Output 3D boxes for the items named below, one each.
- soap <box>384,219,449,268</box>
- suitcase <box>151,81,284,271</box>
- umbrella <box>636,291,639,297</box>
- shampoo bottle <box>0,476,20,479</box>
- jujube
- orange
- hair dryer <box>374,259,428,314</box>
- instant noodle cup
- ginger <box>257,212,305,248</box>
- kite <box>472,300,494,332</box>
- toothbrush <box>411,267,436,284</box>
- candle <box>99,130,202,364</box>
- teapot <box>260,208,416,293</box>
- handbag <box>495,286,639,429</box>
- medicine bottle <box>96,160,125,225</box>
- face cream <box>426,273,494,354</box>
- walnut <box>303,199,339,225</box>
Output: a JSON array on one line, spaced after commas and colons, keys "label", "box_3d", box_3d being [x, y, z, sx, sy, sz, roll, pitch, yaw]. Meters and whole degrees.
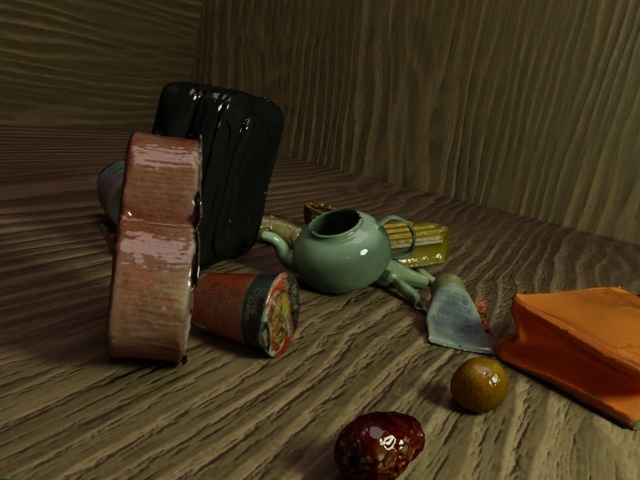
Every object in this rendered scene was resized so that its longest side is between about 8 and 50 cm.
[{"label": "soap", "box_3d": [0.178, 0.010, 1.640, 0.257, 0.080, 0.160, -5, 19, -19]}, {"label": "suitcase", "box_3d": [-0.219, -0.129, 1.388, 0.188, 0.345, 0.339, 18, 12, 13]}, {"label": "umbrella", "box_3d": [0.729, 0.157, 1.564, 0.326, 0.094, 0.090, 8, -1, -15]}, {"label": "shampoo bottle", "box_3d": [-0.165, 0.222, 0.500, 0.262, 0.085, 0.085, 11, 13, -3]}, {"label": "jujube", "box_3d": [0.069, 0.218, 0.759, 0.077, 0.077, 0.129, 19, 6, 32]}, {"label": "orange", "box_3d": [0.216, 0.197, 0.973, 0.085, 0.085, 0.085, 11, 13, -2]}, {"label": "hair dryer", "box_3d": [0.197, 0.099, 1.462, 0.167, 0.067, 0.199, 6, 23, -47]}, {"label": "instant noodle cup", "box_3d": [-0.115, 0.099, 1.041, 0.135, 0.127, 0.127, 7, 10, 21]}, {"label": "ginger", "box_3d": [-0.100, -0.020, 1.661, 0.190, 0.069, 0.095, 11, 37, -5]}, {"label": "kite", "box_3d": [0.280, 0.139, 1.429, 0.125, 0.008, 0.222, 13, 13, 8]}, {"label": "toothbrush", "box_3d": [0.231, 0.075, 1.620, 0.026, 0.028, 0.294, -13, 22, -23]}, {"label": "candle", "box_3d": [-0.238, 0.020, 0.979, 0.131, 0.317, 0.287, 6, -27, -12]}, {"label": "teapot", "box_3d": [0.041, 0.012, 1.390, 0.294, 0.130, 0.193, -10, 31, 8]}, {"label": "handbag", "box_3d": [0.526, 0.187, 1.217, 0.410, 0.116, 0.303, 0, 20, -39]}, {"label": "medicine bottle", "box_3d": [-0.417, -0.096, 1.565, 0.135, 0.135, 0.168, 6, 14, -24]}, {"label": "face cream", "box_3d": [0.243, 0.142, 1.305, 0.114, 0.070, 0.224, 11, 25, -2]}, {"label": "walnut", "box_3d": [0.042, -0.032, 1.792, 0.211, 0.087, 0.167, 20, 9, 27]}]
